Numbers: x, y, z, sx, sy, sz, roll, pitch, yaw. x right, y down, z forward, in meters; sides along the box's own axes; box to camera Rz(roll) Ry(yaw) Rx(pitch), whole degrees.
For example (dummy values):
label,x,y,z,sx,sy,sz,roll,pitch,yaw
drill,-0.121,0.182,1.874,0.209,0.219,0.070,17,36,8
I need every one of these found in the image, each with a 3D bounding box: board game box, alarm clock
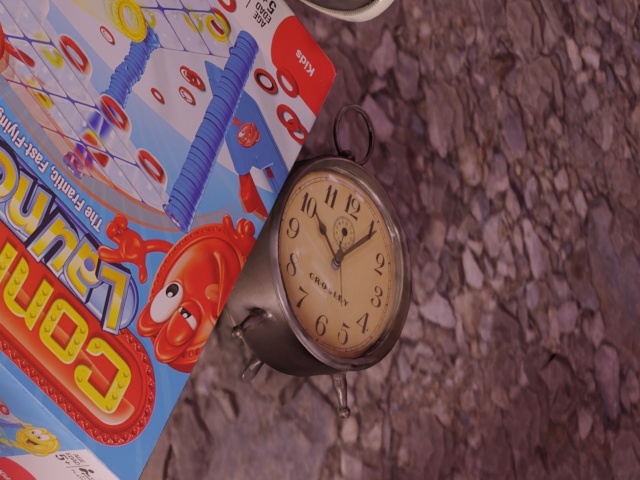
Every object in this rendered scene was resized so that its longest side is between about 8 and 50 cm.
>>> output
label,x,y,z,sx,sy,sz,roll,pitch,yaw
board game box,-0.154,-0.079,0.943,0.308,0.086,0.302,49,48,-32
alarm clock,0.000,0.000,1.127,0.129,0.064,0.192,41,56,-37

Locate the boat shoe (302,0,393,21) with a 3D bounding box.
label,x,y,z,sx,sy,sz,roll,pitch,yaw
boat shoe,-0.035,-0.208,1.046,0.068,0.081,0.228,21,26,-53
